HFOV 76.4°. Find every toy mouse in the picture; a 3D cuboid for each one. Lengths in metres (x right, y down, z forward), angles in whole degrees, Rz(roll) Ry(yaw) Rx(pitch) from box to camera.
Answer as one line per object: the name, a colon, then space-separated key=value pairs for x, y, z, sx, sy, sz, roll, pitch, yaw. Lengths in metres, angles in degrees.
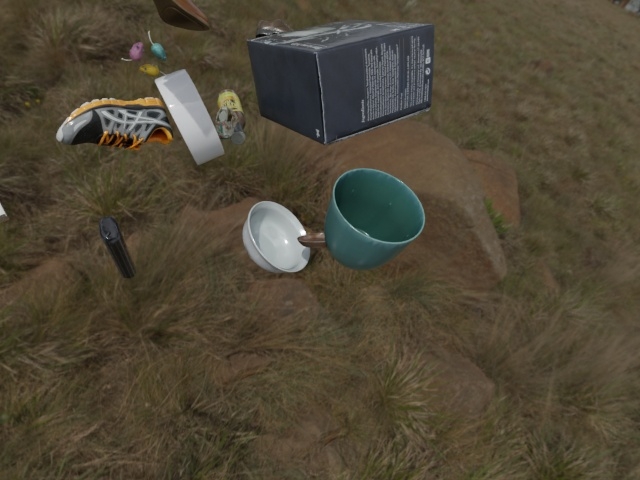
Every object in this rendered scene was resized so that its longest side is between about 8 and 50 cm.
toy mouse: x=-0.577 y=-0.623 z=1.364 sx=0.161 sy=0.143 sz=0.031 roll=-1 pitch=41 yaw=-32

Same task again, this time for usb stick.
usb stick: x=-0.529 y=0.026 z=1.068 sx=0.045 sy=0.278 sz=0.077 roll=-19 pitch=72 yaw=-23

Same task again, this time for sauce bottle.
sauce bottle: x=-0.410 y=-0.580 z=1.907 sx=0.111 sy=0.111 sz=0.344 roll=0 pitch=46 yaw=-26

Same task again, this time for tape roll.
tape roll: x=-0.414 y=-0.390 z=1.299 sx=0.100 sy=0.286 sz=0.286 roll=-26 pitch=59 yaw=-10

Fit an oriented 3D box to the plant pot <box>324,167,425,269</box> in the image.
plant pot: x=0.144 y=-0.041 z=1.290 sx=0.293 sy=0.235 sz=0.293 roll=10 pitch=51 yaw=-13

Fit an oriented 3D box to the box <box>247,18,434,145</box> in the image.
box: x=0.066 y=-0.594 z=1.461 sx=0.471 sy=0.297 sz=0.480 roll=-26 pitch=39 yaw=-23

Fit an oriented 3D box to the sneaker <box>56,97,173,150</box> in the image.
sneaker: x=-0.354 y=-0.200 z=0.727 sx=0.215 sy=0.084 sz=0.083 roll=-35 pitch=97 yaw=-48

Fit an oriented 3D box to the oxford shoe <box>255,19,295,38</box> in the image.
oxford shoe: x=-0.147 y=-0.859 z=1.665 sx=0.227 sy=0.083 sz=0.096 roll=5 pitch=82 yaw=-14

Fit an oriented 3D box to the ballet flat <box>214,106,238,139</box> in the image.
ballet flat: x=-0.365 y=-0.472 z=1.573 sx=0.091 sy=0.077 sz=0.241 roll=-6 pitch=39 yaw=-7

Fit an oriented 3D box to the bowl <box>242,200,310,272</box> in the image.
bowl: x=-0.191 y=0.009 z=1.559 sx=0.298 sy=0.134 sz=0.298 roll=30 pitch=44 yaw=-33

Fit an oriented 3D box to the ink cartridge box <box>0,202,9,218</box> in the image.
ink cartridge box: x=-1.122 y=-0.086 z=1.356 sx=0.115 sy=0.198 sz=0.067 roll=-27 pitch=102 yaw=-33

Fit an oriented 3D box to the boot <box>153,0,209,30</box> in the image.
boot: x=-0.387 y=-0.687 z=1.028 sx=0.109 sy=0.220 sz=0.283 roll=6 pitch=-2 yaw=39

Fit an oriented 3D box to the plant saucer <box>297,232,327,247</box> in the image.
plant saucer: x=0.000 y=0.000 z=1.453 sx=0.168 sy=0.029 sz=0.168 roll=-2 pitch=12 yaw=0
